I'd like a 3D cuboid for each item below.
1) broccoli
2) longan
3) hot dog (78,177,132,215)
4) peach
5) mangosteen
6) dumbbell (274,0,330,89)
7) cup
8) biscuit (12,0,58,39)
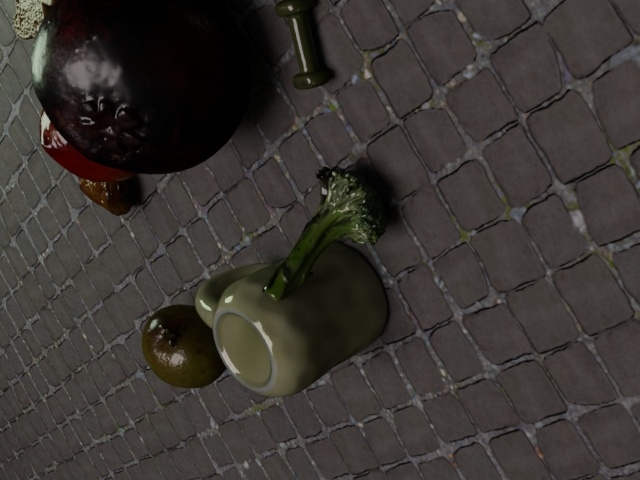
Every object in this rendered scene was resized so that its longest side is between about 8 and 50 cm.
[{"bbox_3d":[0.000,-0.001,1.258,0.122,0.204,0.118,32,165,32],"label":"broccoli"},{"bbox_3d":[-0.232,0.177,1.652,0.155,0.176,0.145,-8,64,16],"label":"longan"},{"bbox_3d":[-0.383,-0.097,1.741,0.147,0.065,0.099,25,130,53],"label":"hot dog"},{"bbox_3d":[-0.353,-0.182,1.550,0.197,0.197,0.197,27,130,37],"label":"peach"},{"bbox_3d":[-0.245,-0.236,1.344,0.293,0.297,0.297,-96,6,-58],"label":"mangosteen"},{"bbox_3d":[-0.023,-0.254,1.249,0.052,0.046,0.117,2,113,42],"label":"dumbbell"},{"bbox_3d":[-0.060,0.086,1.367,0.255,0.202,0.173,41,138,26],"label":"cup"},{"bbox_3d":[-0.469,-0.414,1.593,0.138,0.031,0.205,32,135,30],"label":"biscuit"}]
